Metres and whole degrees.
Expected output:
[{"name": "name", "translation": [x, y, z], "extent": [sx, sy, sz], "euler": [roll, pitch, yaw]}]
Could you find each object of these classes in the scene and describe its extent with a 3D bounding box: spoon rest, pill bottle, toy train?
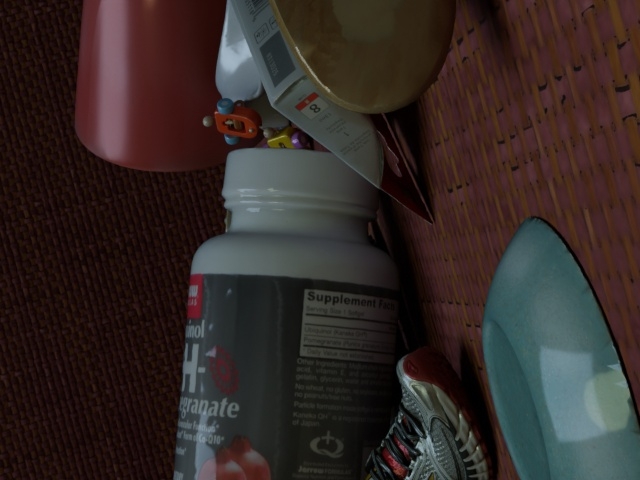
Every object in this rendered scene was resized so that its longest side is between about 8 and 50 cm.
[{"name": "spoon rest", "translation": [-0.083, -0.205, 1.721], "extent": [0.276, 0.084, 0.137], "euler": [88, 166, -69]}, {"name": "pill bottle", "translation": [-0.025, 0.090, 1.219], "extent": [0.176, 0.176, 0.319], "euler": [133, 141, -83]}, {"name": "toy train", "translation": [-0.061, -0.103, 1.714], "extent": [0.166, 0.125, 0.046], "euler": [75, -148, -44]}]

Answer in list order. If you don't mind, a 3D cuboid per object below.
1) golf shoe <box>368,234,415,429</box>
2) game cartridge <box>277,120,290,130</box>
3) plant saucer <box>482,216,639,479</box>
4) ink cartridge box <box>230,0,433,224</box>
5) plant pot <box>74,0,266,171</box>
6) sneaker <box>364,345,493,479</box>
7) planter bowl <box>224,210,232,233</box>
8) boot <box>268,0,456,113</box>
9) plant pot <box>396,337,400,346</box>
[{"name": "golf shoe", "translation": [0.029, 0.077, 1.330], "extent": [0.077, 0.093, 0.198], "euler": [91, 165, -74]}, {"name": "game cartridge", "translation": [-0.037, -0.112, 1.862], "extent": [0.056, 0.017, 0.083], "euler": [81, 172, -72]}, {"name": "plant saucer", "translation": [0.119, 0.085, 0.770], "extent": [0.195, 0.037, 0.195], "euler": [166, 90, -84]}, {"name": "ink cartridge box", "translation": [0.019, -0.105, 1.038], "extent": [0.179, 0.045, 0.145], "euler": [32, -154, -39]}, {"name": "plant pot", "translation": [-0.194, -0.260, 1.915], "extent": [0.275, 0.274, 0.243], "euler": [-113, 20, -53]}, {"name": "sneaker", "translation": [0.078, 0.174, 1.107], "extent": [0.088, 0.092, 0.225], "euler": [-112, 10, -49]}, {"name": "planter bowl", "translation": [-0.044, -0.009, 1.496], "extent": [0.162, 0.109, 0.162], "euler": [-177, 90, -87]}, {"name": "boot", "translation": [0.023, -0.147, 0.862], "extent": [0.211, 0.104, 0.295], "euler": [74, -177, -59]}, {"name": "plant pot", "translation": [0.056, 0.120, 1.482], "extent": [0.236, 0.032, 0.236], "euler": [165, 90, -83]}]
